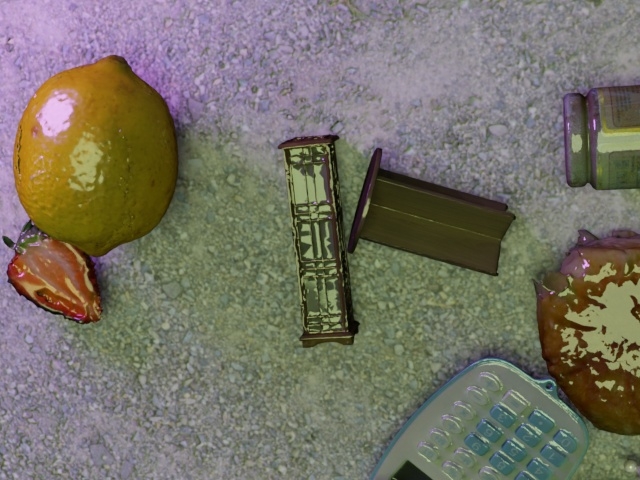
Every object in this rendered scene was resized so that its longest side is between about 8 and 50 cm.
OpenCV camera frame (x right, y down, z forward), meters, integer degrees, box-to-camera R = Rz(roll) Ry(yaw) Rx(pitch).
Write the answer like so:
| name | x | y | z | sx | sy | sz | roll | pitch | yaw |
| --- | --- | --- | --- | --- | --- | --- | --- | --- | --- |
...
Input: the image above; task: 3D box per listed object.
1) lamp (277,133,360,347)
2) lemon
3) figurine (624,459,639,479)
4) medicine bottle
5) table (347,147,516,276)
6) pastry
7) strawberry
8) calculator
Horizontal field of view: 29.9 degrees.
| name | x | y | z | sx | sy | sz | roll | pitch | yaw |
| --- | --- | --- | --- | --- | --- | --- | --- | --- | --- |
| lamp | 0.000 | 0.000 | 1.881 | 0.090 | 0.089 | 0.325 | -4 | 100 | 9 |
| lemon | -0.338 | -0.131 | 1.830 | 0.258 | 0.258 | 0.310 | 9 | 105 | 8 |
| figurine | 0.599 | 0.375 | 1.828 | 0.257 | 0.144 | 0.182 | 18 | 123 | 4 |
| medicine bottle | 0.517 | -0.153 | 1.730 | 0.322 | 0.151 | 0.151 | -2 | 100 | 10 |
| table | 0.171 | -0.031 | 1.822 | 0.227 | 0.167 | 0.167 | 16 | 102 | -2 |
| pastry | 0.481 | 0.136 | 1.795 | 0.330 | 0.136 | 0.329 | 2 | 100 | 12 |
| strawberry | -0.429 | 0.047 | 1.964 | 0.192 | 0.085 | 0.140 | 16 | 101 | 6 |
| calculator | 0.247 | 0.354 | 1.898 | 0.256 | 0.054 | 0.386 | 38 | 113 | 1 |
